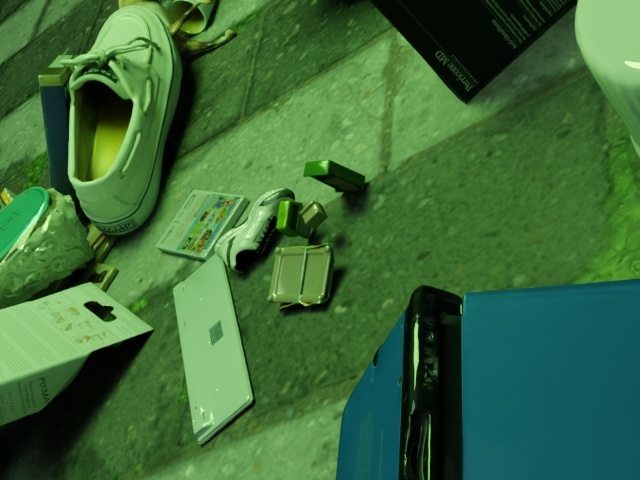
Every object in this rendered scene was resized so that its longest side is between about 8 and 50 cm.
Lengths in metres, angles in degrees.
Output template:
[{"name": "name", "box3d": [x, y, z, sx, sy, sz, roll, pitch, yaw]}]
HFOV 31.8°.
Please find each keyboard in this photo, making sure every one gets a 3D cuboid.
[{"name": "keyboard", "box3d": [-0.114, 0.103, 1.161, 0.072, 0.014, 0.256, -36, 34, 11]}]

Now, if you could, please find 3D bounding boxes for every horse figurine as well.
[{"name": "horse figurine", "box3d": [-0.235, -0.341, 1.650, 0.174, 0.066, 0.263, -32, 77, 27]}]

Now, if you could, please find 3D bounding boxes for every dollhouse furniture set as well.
[{"name": "dollhouse furniture set", "box3d": [0.000, 0.000, 1.118, 0.076, 0.058, 0.152, -4, 72, 40]}]

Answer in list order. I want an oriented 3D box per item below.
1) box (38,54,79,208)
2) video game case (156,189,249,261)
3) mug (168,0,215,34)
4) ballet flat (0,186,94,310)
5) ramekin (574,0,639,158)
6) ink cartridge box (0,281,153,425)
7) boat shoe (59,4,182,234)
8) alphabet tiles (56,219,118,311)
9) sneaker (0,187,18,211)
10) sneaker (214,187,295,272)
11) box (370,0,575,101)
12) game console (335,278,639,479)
[{"name": "box", "box3d": [-0.350, -0.132, 1.547, 0.036, 0.225, 0.136, -1, 21, -2]}, {"name": "video game case", "box3d": [-0.141, -0.019, 1.324, 0.122, 0.011, 0.087, 9, 63, 55]}, {"name": "mug", "box3d": [-0.197, -0.357, 1.715, 0.078, 0.062, 0.064, -12, 39, 36]}, {"name": "ballet flat", "box3d": [-0.449, 0.103, 1.400, 0.409, 0.147, 0.147, -40, 30, -11]}, {"name": "ramekin", "box3d": [0.318, -0.169, 0.799, 0.277, 0.135, 0.277, -32, 35, 26]}, {"name": "ink cartridge box", "box3d": [-0.332, 0.129, 1.283, 0.232, 0.066, 0.189, -13, 23, -32]}, {"name": "boat shoe", "box3d": [-0.279, -0.199, 1.477, 0.135, 0.156, 0.367, -5, 57, 14]}, {"name": "alphabet tiles", "box3d": [-0.397, 0.092, 1.523, 0.342, 0.011, 0.285, 7, 61, 54]}, {"name": "sneaker", "box3d": [-0.424, -0.005, 1.575, 0.083, 0.084, 0.215, -52, 32, 4]}, {"name": "sneaker", "box3d": [-0.063, -0.010, 1.201, 0.109, 0.040, 0.044, -47, 48, 10]}, {"name": "box", "box3d": [0.113, -0.289, 1.061, 0.184, 0.261, 0.103, -43, 32, 9]}, {"name": "game console", "box3d": [0.122, 0.186, 0.764, 0.250, 0.173, 0.293, 117, 166, -45]}]
